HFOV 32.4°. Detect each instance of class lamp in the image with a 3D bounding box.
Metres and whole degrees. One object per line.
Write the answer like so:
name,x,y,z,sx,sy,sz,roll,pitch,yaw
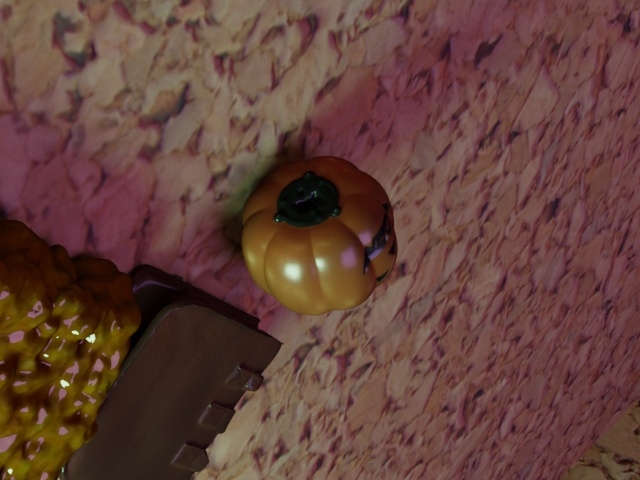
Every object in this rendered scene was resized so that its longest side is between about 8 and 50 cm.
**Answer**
lamp,0.000,0.000,1.303,0.187,0.188,0.164,-45,145,-20

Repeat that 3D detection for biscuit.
biscuit,-0.326,0.138,1.042,0.318,0.110,0.312,-57,151,-1

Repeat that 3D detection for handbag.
handbag,-0.186,0.180,1.301,0.260,0.084,0.275,-58,149,0
